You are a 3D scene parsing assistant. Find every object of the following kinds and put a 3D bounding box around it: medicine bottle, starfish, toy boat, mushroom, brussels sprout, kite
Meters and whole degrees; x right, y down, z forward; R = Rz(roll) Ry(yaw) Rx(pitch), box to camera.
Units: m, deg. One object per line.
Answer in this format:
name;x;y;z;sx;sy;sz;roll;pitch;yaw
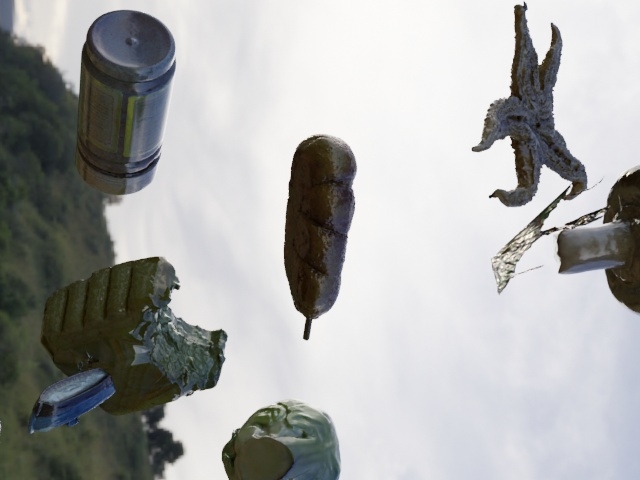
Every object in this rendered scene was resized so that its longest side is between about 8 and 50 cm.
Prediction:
medicine bottle;-0.334;-0.228;1.536;0.322;0.151;0.151;116;-37;-54
starfish;0.287;-0.179;1.256;0.060;0.299;0.302;-6;-105;43
toy boat;-0.343;0.223;1.239;0.060;0.137;0.061;29;-59;24
mushroom;0.400;0.001;1.156;0.207;0.215;0.207;175;-90;-85
brussels sprout;-0.072;0.408;1.696;0.244;0.244;0.244;176;-90;-68
kite;0.266;-0.009;1.055;0.006;0.198;0.244;42;-24;-5

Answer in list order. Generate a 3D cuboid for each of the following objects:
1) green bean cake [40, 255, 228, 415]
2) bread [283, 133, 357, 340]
green bean cake;-0.281;0.155;1.390;0.124;0.233;0.236;-97;162;-45
bread;-0.002;0.001;1.363;0.124;0.084;0.344;-129;-141;-55
